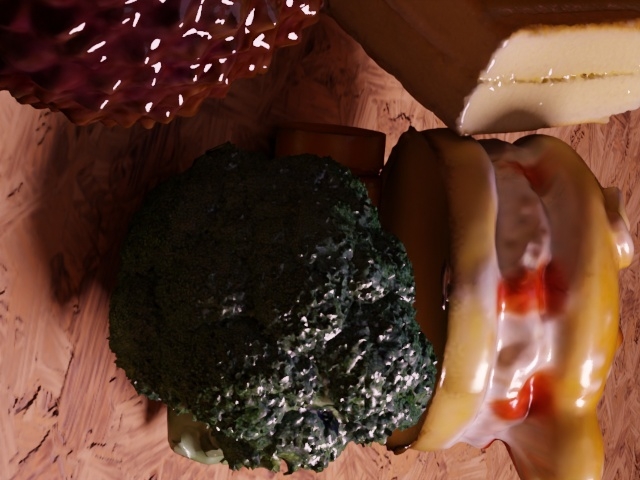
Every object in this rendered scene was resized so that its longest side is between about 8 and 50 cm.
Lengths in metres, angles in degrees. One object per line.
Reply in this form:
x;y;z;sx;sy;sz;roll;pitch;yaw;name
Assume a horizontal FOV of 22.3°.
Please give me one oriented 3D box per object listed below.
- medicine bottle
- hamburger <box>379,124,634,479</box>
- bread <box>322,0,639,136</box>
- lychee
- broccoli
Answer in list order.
0.000;0.000;1.368;0.096;0.096;0.192;-14;111;-62;medicine bottle
0.148;0.060;1.315;0.261;0.186;0.303;113;-20;-58;hamburger
0.142;-0.198;1.363;0.246;0.239;0.111;-6;132;-42;bread
-0.108;-0.211;0.855;0.330;0.306;0.306;-31;146;3;lychee
-0.036;0.065;1.189;0.270;0.270;0.270;-51;174;-45;broccoli
